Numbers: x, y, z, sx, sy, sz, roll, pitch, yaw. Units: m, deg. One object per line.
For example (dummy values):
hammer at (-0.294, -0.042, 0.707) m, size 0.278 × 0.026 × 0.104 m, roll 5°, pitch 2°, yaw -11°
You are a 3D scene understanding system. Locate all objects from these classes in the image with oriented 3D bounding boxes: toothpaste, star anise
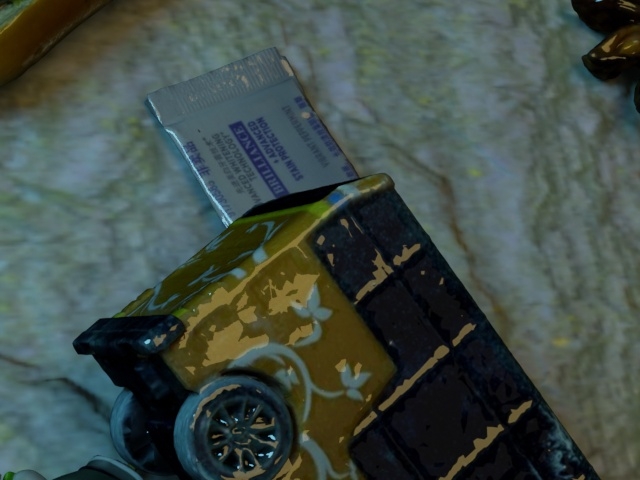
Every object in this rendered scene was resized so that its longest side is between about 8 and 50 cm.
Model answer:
toothpaste at (0.001, 0.000, 1.079) m, size 0.099 × 0.068 × 0.282 m, roll -9°, pitch 64°, yaw -58°
star anise at (0.299, -0.174, 1.285) m, size 0.234 × 0.073 × 0.177 m, roll -25°, pitch 73°, yaw -16°

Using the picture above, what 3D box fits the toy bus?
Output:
toy bus at (0.033, 0.134, 0.929) m, size 0.194 × 0.162 × 0.323 m, roll -40°, pitch 101°, yaw -20°

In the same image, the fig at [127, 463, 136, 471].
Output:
fig at (-0.098, 0.109, 0.986) m, size 0.050 × 0.050 × 0.083 m, roll 33°, pitch 68°, yaw -11°

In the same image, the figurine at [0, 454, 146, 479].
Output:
figurine at (-0.162, 0.192, 0.870) m, size 0.126 × 0.147 × 0.192 m, roll 32°, pitch 44°, yaw 6°

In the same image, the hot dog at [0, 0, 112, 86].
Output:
hot dog at (-0.156, -0.226, 1.068) m, size 0.135 × 0.100 × 0.337 m, roll 46°, pitch 57°, yaw -1°
